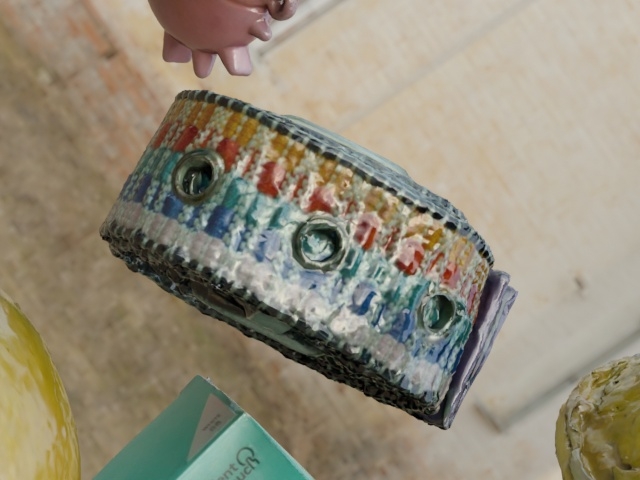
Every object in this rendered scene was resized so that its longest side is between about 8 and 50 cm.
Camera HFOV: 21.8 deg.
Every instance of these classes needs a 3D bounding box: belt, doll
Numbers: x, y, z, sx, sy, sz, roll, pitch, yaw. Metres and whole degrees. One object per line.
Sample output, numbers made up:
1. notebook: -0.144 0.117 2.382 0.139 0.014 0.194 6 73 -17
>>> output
1. belt: 0.000 0.000 1.212 0.295 0.160 0.207 26 -11 6
2. doll: -0.104 -0.257 1.530 0.093 0.211 0.262 1 16 -41

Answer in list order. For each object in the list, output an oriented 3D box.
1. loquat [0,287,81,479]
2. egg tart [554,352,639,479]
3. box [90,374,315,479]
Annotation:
1. loquat: -0.284 0.151 0.849 0.328 0.328 0.359 73 21 -87
2. egg tart: 0.369 0.184 1.361 0.345 0.132 0.345 17 33 -11
3. box: -0.053 0.290 1.329 0.311 0.205 0.118 50 -13 -19
